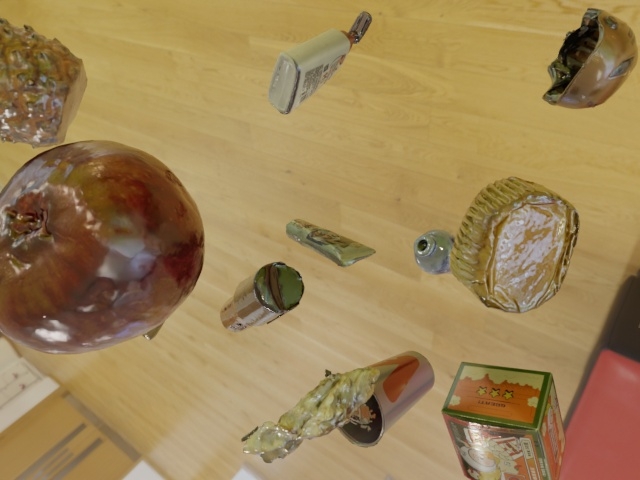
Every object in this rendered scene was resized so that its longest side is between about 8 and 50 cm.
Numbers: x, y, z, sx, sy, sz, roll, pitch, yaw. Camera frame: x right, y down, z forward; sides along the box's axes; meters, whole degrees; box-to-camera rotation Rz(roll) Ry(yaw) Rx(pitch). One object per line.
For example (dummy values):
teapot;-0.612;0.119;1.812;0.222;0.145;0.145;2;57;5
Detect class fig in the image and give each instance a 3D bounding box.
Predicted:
fig;-0.168;0.012;0.441;0.175;0.175;0.207;24;178;28

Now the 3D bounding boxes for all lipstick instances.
lipstick;-0.110;0.104;0.821;0.077;0.077;0.418;49;158;-1

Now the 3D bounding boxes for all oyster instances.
oyster;-0.005;0.406;1.156;0.107;0.354;0.201;48;175;39

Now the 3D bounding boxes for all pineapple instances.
pineapple;-0.454;-0.221;0.609;0.310;0.141;0.170;21;171;-19

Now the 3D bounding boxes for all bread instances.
bread;0.378;0.007;1.004;0.227;0.142;0.253;8;107;-12

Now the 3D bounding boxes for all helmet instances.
helmet;0.562;-0.356;1.038;0.130;0.224;0.198;20;138;1

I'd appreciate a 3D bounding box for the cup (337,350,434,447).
cup;0.182;0.414;1.412;0.203;0.288;0.203;13;108;43

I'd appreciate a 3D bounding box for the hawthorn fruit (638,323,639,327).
hawthorn fruit;0.806;0.175;1.058;0.205;0.205;0.253;54;143;-8

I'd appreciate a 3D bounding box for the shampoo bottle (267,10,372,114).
shampoo bottle;0.005;-0.387;1.068;0.071;0.284;0.153;39;149;5

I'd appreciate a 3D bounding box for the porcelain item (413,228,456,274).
porcelain item;0.381;0.047;1.554;0.141;0.141;0.259;1;165;44

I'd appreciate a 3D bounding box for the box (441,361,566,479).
box;0.354;0.361;0.975;0.177;0.148;0.195;-1;123;37

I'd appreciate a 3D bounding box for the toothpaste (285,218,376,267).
toothpaste;0.000;0.000;0.771;0.233;0.060;0.038;25;127;59
